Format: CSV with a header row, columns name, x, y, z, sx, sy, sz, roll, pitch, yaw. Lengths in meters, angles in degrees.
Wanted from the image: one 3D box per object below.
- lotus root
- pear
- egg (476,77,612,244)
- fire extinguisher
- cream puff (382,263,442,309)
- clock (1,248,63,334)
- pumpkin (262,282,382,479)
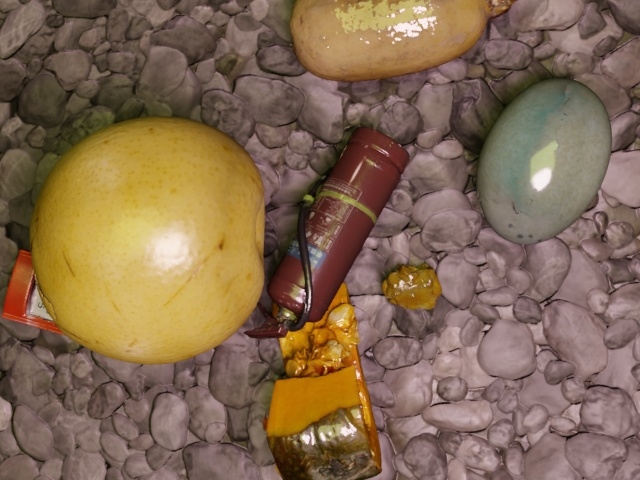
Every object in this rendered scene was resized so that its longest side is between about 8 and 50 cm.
name,x,y,z,sx,sy,sz,roll,pitch,yaw
lotus root,0.121,-0.327,1.161,0.342,0.151,0.169,-8,85,12
pear,-0.230,0.001,1.102,0.348,0.348,0.349,-1,85,9
egg,0.306,-0.108,1.104,0.169,0.169,0.237,21,87,10
fire extinguisher,0.000,0.000,1.160,0.105,0.141,0.341,36,79,-31
cream puff,0.134,0.066,1.179,0.083,0.083,0.058,-30,37,17
clock,-0.409,0.087,1.265,0.155,0.061,0.113,15,88,7
pumpkin,-0.004,0.202,1.121,0.139,0.190,0.281,-14,83,9
